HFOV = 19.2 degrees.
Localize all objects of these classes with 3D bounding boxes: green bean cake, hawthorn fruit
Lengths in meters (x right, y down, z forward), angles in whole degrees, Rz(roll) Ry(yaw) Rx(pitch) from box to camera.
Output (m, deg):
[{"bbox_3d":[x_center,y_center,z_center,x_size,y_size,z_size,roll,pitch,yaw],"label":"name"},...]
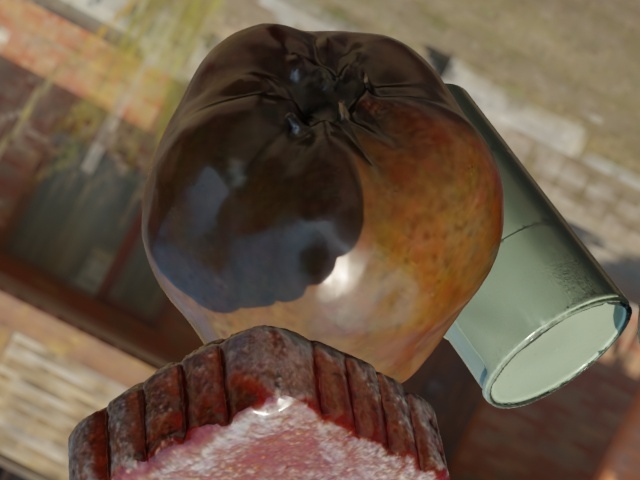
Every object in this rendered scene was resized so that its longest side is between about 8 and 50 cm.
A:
[{"bbox_3d":[-0.028,0.097,0.846,0.136,0.135,0.056,32,-145,-42],"label":"green bean cake"},{"bbox_3d":[0.000,0.000,1.101,0.208,0.208,0.248,26,145,20],"label":"hawthorn fruit"}]

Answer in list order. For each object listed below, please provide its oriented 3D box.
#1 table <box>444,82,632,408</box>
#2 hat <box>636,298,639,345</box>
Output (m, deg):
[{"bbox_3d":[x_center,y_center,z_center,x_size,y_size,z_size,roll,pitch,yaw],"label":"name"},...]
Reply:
[{"bbox_3d":[0.118,0.002,1.406,0.220,0.126,0.126,56,-169,26],"label":"table"},{"bbox_3d":[0.309,0.057,1.377,0.257,0.257,0.130,29,-178,-36],"label":"hat"}]
